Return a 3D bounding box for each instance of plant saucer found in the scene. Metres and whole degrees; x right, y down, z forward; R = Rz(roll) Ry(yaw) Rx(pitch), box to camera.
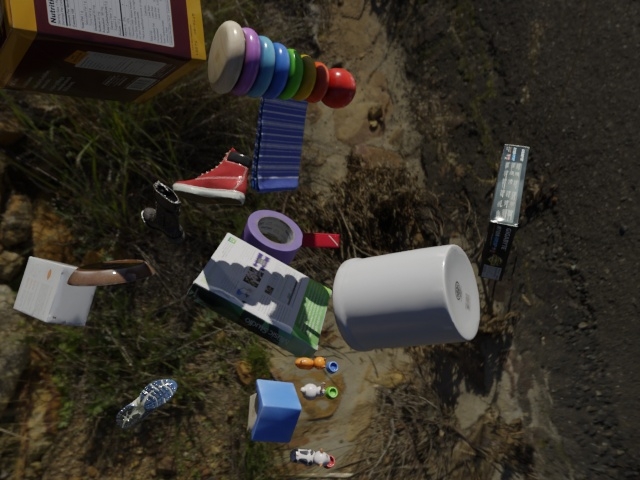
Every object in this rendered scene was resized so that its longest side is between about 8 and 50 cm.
[{"bbox_3d":[-0.429,0.063,0.985,0.169,0.168,0.029,0,97,15],"label":"plant saucer"}]

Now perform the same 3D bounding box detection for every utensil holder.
[{"bbox_3d":[0.285,0.191,1.579,0.386,0.328,0.327,-13,65,35],"label":"utensil holder"}]

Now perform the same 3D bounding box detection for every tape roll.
[{"bbox_3d":[-0.157,-0.007,1.540,0.189,0.189,0.080,51,130,25],"label":"tape roll"}]

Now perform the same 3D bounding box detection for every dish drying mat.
[{"bbox_3d":[0.000,0.000,1.062,0.083,0.008,0.032,3,84,9],"label":"dish drying mat"}]

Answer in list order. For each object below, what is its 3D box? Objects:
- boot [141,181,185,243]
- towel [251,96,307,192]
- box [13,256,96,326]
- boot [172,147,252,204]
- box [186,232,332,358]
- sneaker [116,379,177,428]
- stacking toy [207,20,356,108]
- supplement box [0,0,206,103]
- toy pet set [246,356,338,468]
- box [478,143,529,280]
[{"bbox_3d":[-0.606,-0.128,1.832,0.263,0.229,0.091,31,47,26],"label":"boot"},{"bbox_3d":[-0.131,-0.331,1.632,0.040,0.243,0.335,17,106,32],"label":"towel"},{"bbox_3d":[-0.612,0.117,1.108,0.171,0.091,0.130,8,80,36],"label":"box"},{"bbox_3d":[-0.334,-0.207,1.492,0.244,0.088,0.176,5,74,16],"label":"boot"},{"bbox_3d":[-0.136,0.132,1.181,0.322,0.232,0.058,29,122,-6],"label":"box"},{"bbox_3d":[-0.361,0.339,1.006,0.135,0.058,0.052,-34,78,-11],"label":"sneaker"},{"bbox_3d":[-0.064,-0.352,1.029,0.141,0.330,0.141,-13,74,57],"label":"stacking toy"},{"bbox_3d":[-0.270,-0.254,0.551,0.191,0.194,0.129,-4,92,48],"label":"supplement box"},{"bbox_3d":[-0.019,0.181,0.526,0.114,0.065,0.122,14,59,-22],"label":"toy pet set"},{"bbox_3d":[0.368,-0.056,0.964,0.051,0.175,0.220,12,53,18],"label":"box"}]
